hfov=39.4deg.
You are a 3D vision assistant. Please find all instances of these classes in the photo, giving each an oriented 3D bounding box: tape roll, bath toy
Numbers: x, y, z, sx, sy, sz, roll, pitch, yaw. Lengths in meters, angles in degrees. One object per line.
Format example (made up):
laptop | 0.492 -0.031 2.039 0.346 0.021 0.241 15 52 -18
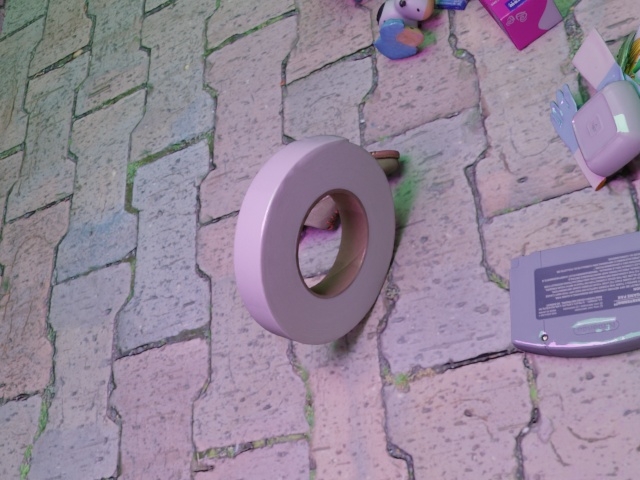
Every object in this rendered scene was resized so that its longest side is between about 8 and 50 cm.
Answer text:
tape roll | 0.000 0.000 1.673 0.072 0.392 0.392 13 73 40
bath toy | 0.194 -0.592 2.050 0.151 0.129 0.348 -12 57 34

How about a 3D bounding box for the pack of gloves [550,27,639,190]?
pack of gloves | 0.516 -0.239 1.633 0.195 0.046 0.232 -62 36 41

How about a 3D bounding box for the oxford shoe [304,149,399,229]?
oxford shoe | 0.025 -0.092 1.920 0.348 0.123 0.130 -23 80 23

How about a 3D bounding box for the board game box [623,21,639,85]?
board game box | 0.621 -0.327 1.509 0.305 0.053 0.193 160 131 -75

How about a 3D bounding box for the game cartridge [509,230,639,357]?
game cartridge | 0.466 0.095 1.505 0.297 0.062 0.198 -13 62 31

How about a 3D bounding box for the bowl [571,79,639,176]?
bowl | 0.496 -0.197 1.558 0.142 0.053 0.142 132 135 -52

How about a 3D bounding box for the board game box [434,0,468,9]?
board game box | 0.304 -0.567 2.030 0.090 0.020 0.090 17 75 41

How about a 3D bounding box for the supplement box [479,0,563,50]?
supplement box | 0.395 -0.522 1.875 0.111 0.114 0.220 -36 51 13

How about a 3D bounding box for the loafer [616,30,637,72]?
loafer | 0.571 -0.340 1.687 0.039 0.045 0.125 6 71 46
